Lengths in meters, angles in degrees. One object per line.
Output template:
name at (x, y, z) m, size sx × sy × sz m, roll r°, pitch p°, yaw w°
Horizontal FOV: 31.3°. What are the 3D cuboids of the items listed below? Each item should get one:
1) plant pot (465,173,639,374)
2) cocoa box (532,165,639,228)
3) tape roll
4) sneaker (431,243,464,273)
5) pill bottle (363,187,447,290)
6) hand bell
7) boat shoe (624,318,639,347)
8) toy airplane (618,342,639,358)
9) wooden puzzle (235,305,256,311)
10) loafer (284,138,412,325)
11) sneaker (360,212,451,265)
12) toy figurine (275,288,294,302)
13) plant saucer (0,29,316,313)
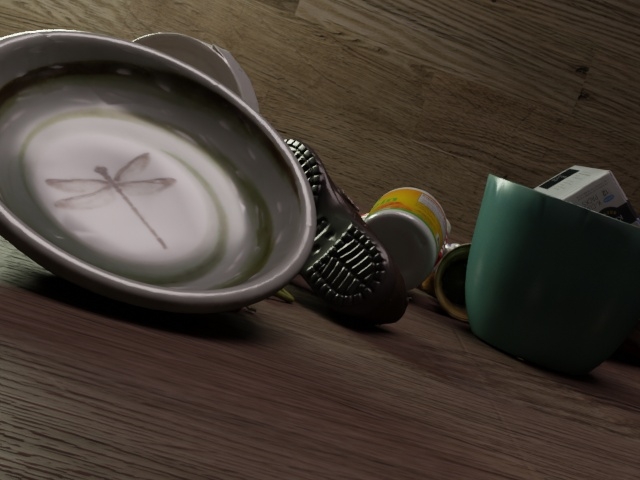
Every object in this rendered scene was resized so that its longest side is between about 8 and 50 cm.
plant pot at (0.347, 0.059, 1.694) m, size 0.293 × 0.235 × 0.293 m, roll 20°, pitch 6°, yaw -2°
cocoa box at (0.457, 0.017, 2.089) m, size 0.228 × 0.231 × 0.347 m, roll 59°, pitch 5°, yaw -3°
tape roll at (-0.250, -0.210, 1.958) m, size 0.286 × 0.286 × 0.100 m, roll 21°, pitch 5°, yaw 12°
sneaker at (0.245, 0.045, 2.224) m, size 0.236 × 0.095 × 0.104 m, roll 18°, pitch -2°, yaw -11°
pill bottle at (0.140, -0.012, 1.915) m, size 0.136 × 0.136 × 0.246 m, roll 20°, pitch 19°, yaw 7°
hand bell at (0.213, 0.074, 1.925) m, size 0.126 × 0.126 × 0.242 m, roll 18°, pitch -7°, yaw -11°
boat shoe at (0.606, 0.125, 2.149) m, size 0.132 × 0.130 × 0.355 m, roll 21°, pitch 8°, yaw 22°
toy airplane at (0.599, 0.210, 2.141) m, size 0.151 × 0.028 × 0.151 m, roll 18°, pitch 7°, yaw -2°
wooden puzzle at (-0.111, 0.065, 1.264) m, size 0.083 × 0.006 × 0.049 m, roll 20°, pitch 6°, yaw 2°
loafer at (0.000, 0.000, 1.540) m, size 0.130 × 0.133 × 0.366 m, roll 49°, pitch 6°, yaw -46°
sneaker at (0.123, 0.016, 2.090) m, size 0.221 × 0.128 × 0.087 m, roll -12°, pitch -52°, yaw 26°
toy figurine at (-0.170, -0.080, 1.380) m, size 0.362 × 0.217 × 0.191 m, roll 15°, pitch 7°, yaw -32°
plant saucer at (-0.201, -0.057, 1.188) m, size 0.400 × 0.101 × 0.400 m, roll 20°, pitch 38°, yaw -16°
